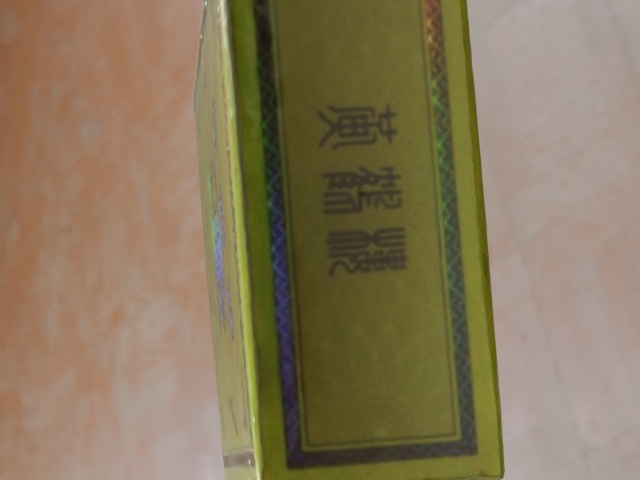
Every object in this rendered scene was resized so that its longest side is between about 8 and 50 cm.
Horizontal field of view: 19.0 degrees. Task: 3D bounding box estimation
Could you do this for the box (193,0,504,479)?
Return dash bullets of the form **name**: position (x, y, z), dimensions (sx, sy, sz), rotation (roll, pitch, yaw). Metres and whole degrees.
- **box**: position (-0.001, 0.000, 0.539), dimensions (0.220, 0.064, 0.141), rotation (114, 152, -82)
